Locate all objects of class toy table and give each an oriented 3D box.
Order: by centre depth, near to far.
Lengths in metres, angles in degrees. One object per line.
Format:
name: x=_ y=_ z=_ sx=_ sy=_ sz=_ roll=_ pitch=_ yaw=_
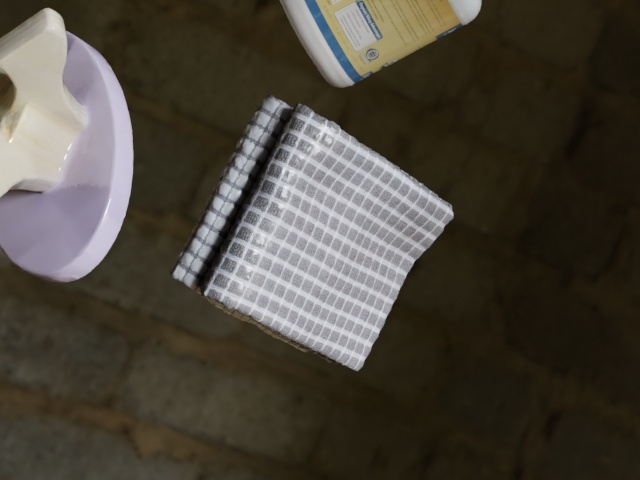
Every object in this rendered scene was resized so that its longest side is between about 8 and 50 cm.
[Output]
toy table: x=-0.292 y=-0.109 z=1.661 sx=0.161 sy=0.252 sz=0.274 roll=31 pitch=25 yaw=-49

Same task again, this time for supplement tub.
supplement tub: x=0.068 y=-0.253 z=1.750 sx=0.144 sy=0.199 sz=0.144 roll=60 pitch=10 yaw=-17

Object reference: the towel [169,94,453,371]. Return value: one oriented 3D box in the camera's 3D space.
towel: x=0.000 y=0.000 z=1.941 sx=0.121 sy=0.235 sz=0.283 roll=22 pitch=-5 yaw=43
